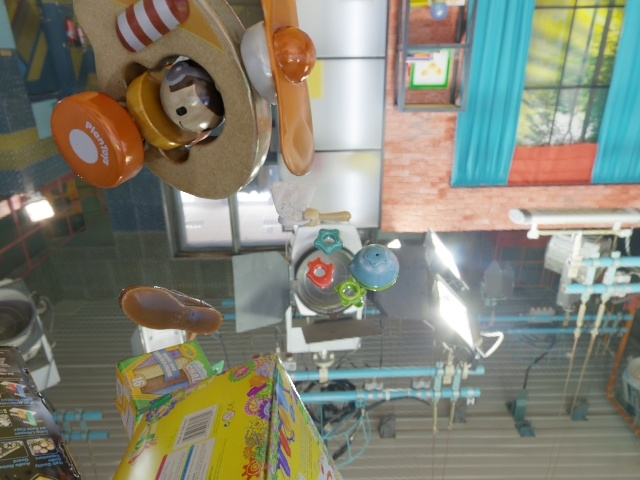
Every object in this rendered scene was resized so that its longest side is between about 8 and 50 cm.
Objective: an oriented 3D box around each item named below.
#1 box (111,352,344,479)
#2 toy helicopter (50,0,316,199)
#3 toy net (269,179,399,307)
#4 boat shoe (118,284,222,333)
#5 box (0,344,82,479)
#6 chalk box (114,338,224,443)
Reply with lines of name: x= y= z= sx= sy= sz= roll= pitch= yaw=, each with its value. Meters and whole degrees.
box: x=-0.072 y=0.329 z=0.441 sx=0.177 sy=0.279 sz=0.290 roll=-22 pitch=-162 yaw=6
toy helicopter: x=-0.100 y=-0.190 z=0.344 sx=0.234 sy=0.355 sz=0.140 roll=18 pitch=-143 yaw=19
toy net: x=0.000 y=0.000 z=0.646 sx=0.232 sy=0.045 sz=0.122 roll=39 pitch=-113 yaw=23
boat shoe: x=-0.284 y=0.128 z=0.829 sx=0.073 sy=0.073 sz=0.207 roll=20 pitch=171 yaw=44
box: x=-0.404 y=0.198 z=0.406 sx=0.293 sy=0.073 sz=0.295 roll=33 pitch=-174 yaw=35
chalk box: x=-0.296 y=0.307 z=0.922 sx=0.213 sy=0.132 sz=0.132 roll=-9 pitch=-139 yaw=-37
